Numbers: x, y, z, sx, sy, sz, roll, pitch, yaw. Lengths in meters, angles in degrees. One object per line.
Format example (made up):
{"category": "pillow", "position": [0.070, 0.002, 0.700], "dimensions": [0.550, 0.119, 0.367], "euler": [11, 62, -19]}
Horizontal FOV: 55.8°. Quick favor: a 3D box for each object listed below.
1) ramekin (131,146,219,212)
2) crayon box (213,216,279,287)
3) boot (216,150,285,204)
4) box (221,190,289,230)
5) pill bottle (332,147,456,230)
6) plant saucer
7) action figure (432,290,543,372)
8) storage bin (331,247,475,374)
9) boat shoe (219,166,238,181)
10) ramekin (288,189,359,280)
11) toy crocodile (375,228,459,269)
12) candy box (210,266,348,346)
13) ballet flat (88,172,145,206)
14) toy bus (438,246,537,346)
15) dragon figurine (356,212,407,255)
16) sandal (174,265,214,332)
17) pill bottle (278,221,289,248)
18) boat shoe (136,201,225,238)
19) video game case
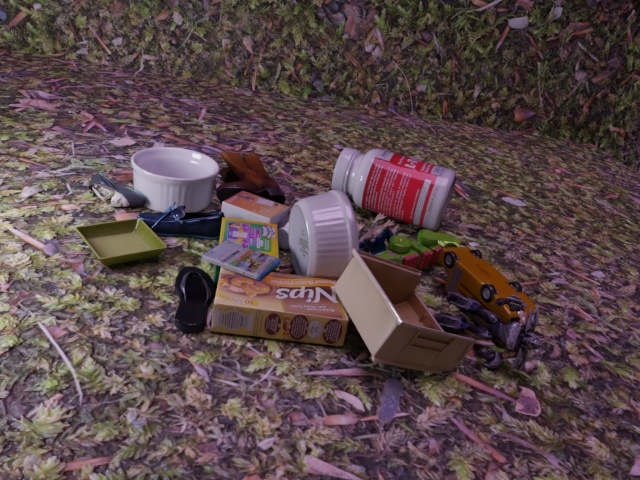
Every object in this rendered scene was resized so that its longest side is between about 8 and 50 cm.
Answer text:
{"category": "ramekin", "position": [-0.475, -0.194, 1.970], "dimensions": [0.277, 0.135, 0.277], "euler": [9, 27, -5]}
{"category": "crayon box", "position": [-0.203, 0.036, 1.683], "dimensions": [0.166, 0.081, 0.278], "euler": [8, 27, -9]}
{"category": "boot", "position": [-0.280, -0.231, 2.090], "dimensions": [0.264, 0.096, 0.280], "euler": [-6, 47, -34]}
{"category": "box", "position": [-0.207, -0.074, 1.891], "dimensions": [0.171, 0.091, 0.130], "euler": [20, 28, 16]}
{"category": "pill bottle", "position": [0.260, -0.198, 2.174], "dimensions": [0.408, 0.228, 0.229], "euler": [18, 27, 13]}
{"category": "plant saucer", "position": [-0.541, 0.009, 1.639], "dimensions": [0.188, 0.045, 0.188], "euler": [-11, 35, -38]}
{"category": "action figure", "position": [0.424, 0.217, 1.505], "dimensions": [0.099, 0.185, 0.285], "euler": [30, -7, -42]}
{"category": "storage bin", "position": [0.196, 0.172, 1.439], "dimensions": [0.260, 0.123, 0.262], "euler": [18, 26, -34]}
{"category": "boat shoe", "position": [-0.295, -0.262, 2.259], "dimensions": [0.178, 0.064, 0.060], "euler": [-14, 38, -37]}
{"category": "ramekin", "position": [0.000, 0.000, 1.633], "dimensions": [0.127, 0.272, 0.273], "euler": [-4, 30, -17]}
{"category": "toy crocodile", "position": [0.286, 0.046, 1.826], "dimensions": [0.341, 0.115, 0.105], "euler": [-13, 36, -40]}
{"category": "candy box", "position": [-0.098, 0.157, 1.478], "dimensions": [0.317, 0.087, 0.183], "euler": [9, 26, -7]}
{"category": "ballet flat", "position": [-0.642, -0.142, 1.885], "dimensions": [0.203, 0.074, 0.074], "euler": [27, 29, 16]}
{"category": "toy bus", "position": [0.453, 0.142, 1.688], "dimensions": [0.108, 0.130, 0.332], "euler": [-3, 30, -25]}
{"category": "dragon figurine", "position": [0.159, 0.010, 1.879], "dimensions": [0.289, 0.144, 0.085], "euler": [-29, 46, -26]}
{"category": "sandal", "position": [-0.306, 0.130, 1.483], "dimensions": [0.097, 0.054, 0.254], "euler": [4, 27, -15]}
{"category": "pill bottle", "position": [-0.059, -0.024, 1.857], "dimensions": [0.087, 0.087, 0.160], "euler": [29, 31, 31]}
{"category": "boat shoe", "position": [-0.412, -0.069, 1.798], "dimensions": [0.259, 0.089, 0.109], "euler": [2, 28, -18]}
{"category": "video game case", "position": [-0.201, 0.049, 1.543], "dimensions": [0.166, 0.015, 0.119], "euler": [18, 25, 16]}
